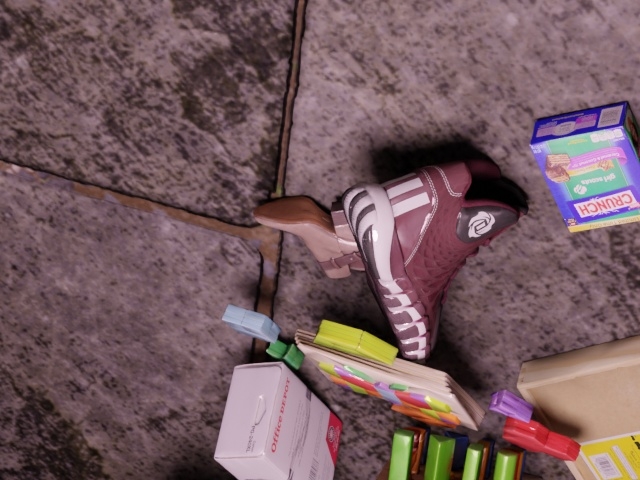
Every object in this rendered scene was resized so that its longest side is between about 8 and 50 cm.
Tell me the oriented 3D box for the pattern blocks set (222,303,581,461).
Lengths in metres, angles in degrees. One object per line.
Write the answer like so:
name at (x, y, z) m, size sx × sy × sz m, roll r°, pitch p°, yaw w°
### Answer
pattern blocks set at (0.071, 0.140, 1.954) m, size 0.325 × 0.026 × 0.285 m, roll 13°, pitch 164°, yaw 35°

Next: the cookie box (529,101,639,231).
cookie box at (0.251, -0.065, 1.787) m, size 0.092 × 0.040 × 0.107 m, roll -11°, pitch 126°, yaw 28°

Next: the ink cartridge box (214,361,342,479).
ink cartridge box at (-0.042, 0.208, 2.068) m, size 0.063 × 0.109 × 0.150 m, roll -5°, pitch 148°, yaw 28°

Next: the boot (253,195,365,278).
boot at (0.000, 0.000, 1.942) m, size 0.118 × 0.042 × 0.087 m, roll 0°, pitch 132°, yaw 22°

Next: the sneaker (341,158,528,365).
sneaker at (0.126, 0.017, 1.873) m, size 0.163 × 0.106 × 0.281 m, roll -24°, pitch 150°, yaw -2°

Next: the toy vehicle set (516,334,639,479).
toy vehicle set at (0.332, 0.211, 2.009) m, size 0.166 × 0.035 × 0.267 m, roll -15°, pitch 124°, yaw 31°

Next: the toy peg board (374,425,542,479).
toy peg board at (0.145, 0.230, 2.038) m, size 0.161 × 0.160 × 0.079 m, roll 11°, pitch 104°, yaw 12°
